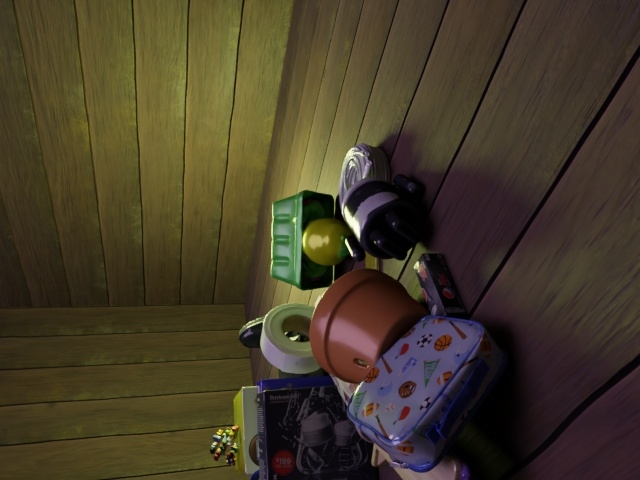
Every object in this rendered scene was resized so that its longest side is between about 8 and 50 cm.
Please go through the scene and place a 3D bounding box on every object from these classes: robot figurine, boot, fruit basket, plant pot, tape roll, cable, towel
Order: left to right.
[{"bbox_3d":[-0.164,0.531,2.044,0.146,0.367,0.445,57,-165,-49],"label":"boot"},{"bbox_3d":[-0.089,0.375,1.875,0.286,0.286,0.100,-110,27,-50],"label":"tape roll"},{"bbox_3d":[0.000,0.000,1.787,0.392,0.283,0.392,-1,89,30],"label":"fruit basket"},{"bbox_3d":[0.131,-0.175,1.522,0.257,0.089,0.257,-121,35,-62],"label":"cable"},{"bbox_3d":[0.159,0.082,1.525,0.102,0.021,0.237,164,107,-72],"label":"towel"},{"bbox_3d":[0.162,-0.058,1.274,0.278,0.209,0.174,-120,14,-58],"label":"robot figurine"},{"bbox_3d":[0.149,0.231,1.159,0.203,0.290,0.291,21,109,54],"label":"plant pot"}]

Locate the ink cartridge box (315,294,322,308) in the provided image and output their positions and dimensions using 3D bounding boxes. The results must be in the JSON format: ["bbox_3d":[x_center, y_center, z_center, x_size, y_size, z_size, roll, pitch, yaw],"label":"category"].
[{"bbox_3d":[0.002,0.267,2.021,0.083,0.028,0.048,114,152,-53],"label":"ink cartridge box"}]

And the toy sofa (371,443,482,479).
[{"bbox_3d":[0.245,0.458,0.988,0.362,0.150,0.177,-169,85,-73],"label":"toy sofa"}]

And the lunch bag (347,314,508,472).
[{"bbox_3d":[0.201,0.284,0.925,0.303,0.115,0.243,-47,17,-19],"label":"lunch bag"}]

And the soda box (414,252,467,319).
[{"bbox_3d":[0.269,0.111,1.097,0.060,0.053,0.169,110,156,-47],"label":"soda box"}]

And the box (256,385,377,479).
[{"bbox_3d":[-0.020,0.626,1.525,0.179,0.343,0.313,126,141,-65],"label":"box"}]

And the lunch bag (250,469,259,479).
[{"bbox_3d":[-0.077,0.915,1.717,0.385,0.327,0.239,119,144,-61],"label":"lunch bag"}]

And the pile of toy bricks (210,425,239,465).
[{"bbox_3d":[-0.395,0.850,2.050,0.105,0.118,0.212,-61,-21,-52],"label":"pile of toy bricks"}]

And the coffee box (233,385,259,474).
[{"bbox_3d":[-0.199,0.830,2.124,0.338,0.334,0.338,123,145,-60],"label":"coffee box"}]

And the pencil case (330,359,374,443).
[{"bbox_3d":[0.109,0.396,1.393,0.410,0.183,0.160,-135,49,-66],"label":"pencil case"}]

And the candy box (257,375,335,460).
[{"bbox_3d":[-0.059,0.621,1.700,0.122,0.317,0.268,130,140,-67],"label":"candy box"}]
